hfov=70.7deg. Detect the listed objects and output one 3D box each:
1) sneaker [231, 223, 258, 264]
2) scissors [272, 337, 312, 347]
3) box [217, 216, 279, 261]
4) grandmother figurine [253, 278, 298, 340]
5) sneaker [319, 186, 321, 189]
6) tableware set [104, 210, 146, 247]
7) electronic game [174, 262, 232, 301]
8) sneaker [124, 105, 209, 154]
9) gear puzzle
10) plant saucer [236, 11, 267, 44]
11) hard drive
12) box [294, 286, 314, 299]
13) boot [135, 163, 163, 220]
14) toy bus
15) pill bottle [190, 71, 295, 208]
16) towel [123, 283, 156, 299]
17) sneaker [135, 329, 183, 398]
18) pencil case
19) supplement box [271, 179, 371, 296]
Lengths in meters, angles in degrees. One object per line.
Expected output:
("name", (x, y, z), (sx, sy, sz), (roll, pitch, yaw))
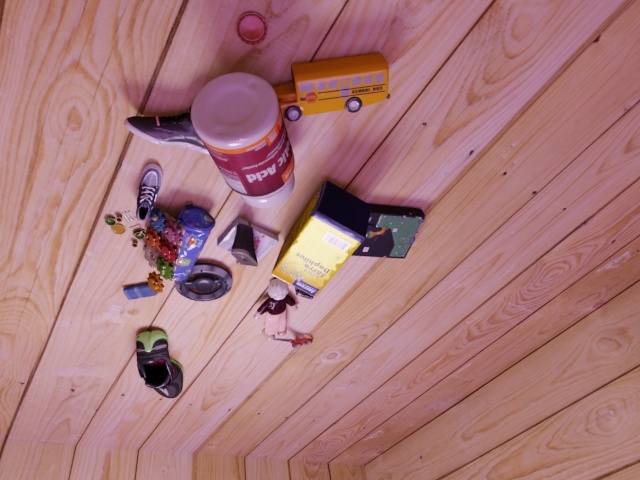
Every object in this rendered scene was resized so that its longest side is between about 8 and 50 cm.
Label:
("sneaker", (-0.268, 0.022, 1.665), (0.083, 0.118, 0.222), (7, 162, 2))
("scissors", (-0.128, 0.478, 2.175), (0.109, 0.021, 0.297), (-18, 154, 12))
("box", (-0.276, 0.002, 1.720), (0.186, 0.038, 0.145), (27, 123, -34))
("grandmother figurine", (-0.200, 0.301, 1.998), (0.208, 0.104, 0.342), (-21, 139, -33))
("sneaker", (0.009, -0.156, 1.635), (0.037, 0.032, 0.083), (-23, 134, 9))
("tableware set", (-0.684, -0.034, 1.599), (0.104, 0.024, 0.154), (-16, 136, 3))
("electronic game", (-0.473, 0.173, 1.834), (0.229, 0.048, 0.229), (-7, 136, -7))
("sneaker", (-0.401, -0.349, 1.306), (0.296, 0.104, 0.147), (8, 130, -28))
("gear puzzle", (-0.575, 0.051, 1.589), (0.044, 0.175, 0.339), (-27, 147, -53))
("plant saucer", (-0.183, -0.564, 1.202), (0.084, 0.013, 0.083), (-6, 135, -6))
("hard drive", (0.216, -0.036, 1.779), (0.339, 0.064, 0.237), (4, 133, -16))
("box", (-0.072, 0.217, 1.958), (0.083, 0.067, 0.018), (21, 125, -31))
("boot", (-0.557, -0.153, 1.467), (0.069, 0.086, 0.190), (10, 131, -22))
("toy bus", (0.022, -0.442, 1.302), (0.333, 0.108, 0.130), (-9, 135, -4))
("pill bottle", (-0.195, -0.258, 1.285), (0.224, 0.224, 0.392), (-14, 157, 1))
("towel", (-0.726, 0.204, 1.819), (0.120, 0.029, 0.067), (-9, 135, -4))
("sneaker", (-0.759, 0.618, 2.096), (0.185, 0.202, 0.482), (-8, 135, -4))
("pencil case", (-0.487, 0.014, 1.622), (0.133, 0.119, 0.306), (5, 134, -37))
("supplement box", (0.000, 0.000, 1.619), (0.195, 0.194, 0.356), (29, 129, -10))
